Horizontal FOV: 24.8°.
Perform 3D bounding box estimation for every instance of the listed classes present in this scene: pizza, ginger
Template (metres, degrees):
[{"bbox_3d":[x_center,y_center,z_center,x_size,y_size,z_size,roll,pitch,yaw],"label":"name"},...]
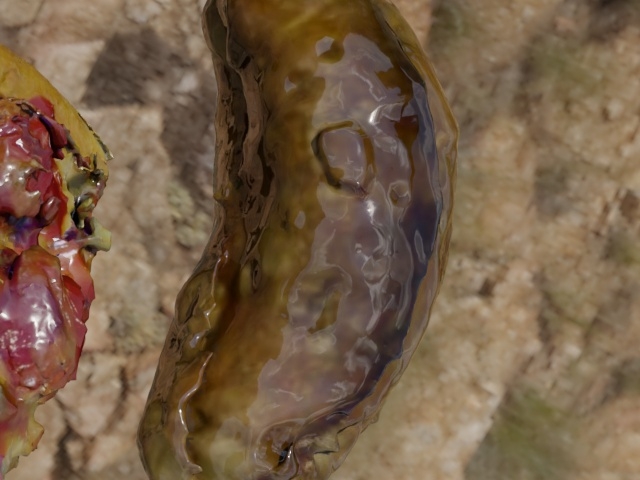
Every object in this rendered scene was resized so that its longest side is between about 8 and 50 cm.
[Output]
[{"bbox_3d":[-0.125,0.002,0.579,0.201,0.053,0.193,4,73,-69],"label":"pizza"},{"bbox_3d":[0.000,0.000,0.816,0.172,0.165,0.321,13,73,-24],"label":"ginger"}]
